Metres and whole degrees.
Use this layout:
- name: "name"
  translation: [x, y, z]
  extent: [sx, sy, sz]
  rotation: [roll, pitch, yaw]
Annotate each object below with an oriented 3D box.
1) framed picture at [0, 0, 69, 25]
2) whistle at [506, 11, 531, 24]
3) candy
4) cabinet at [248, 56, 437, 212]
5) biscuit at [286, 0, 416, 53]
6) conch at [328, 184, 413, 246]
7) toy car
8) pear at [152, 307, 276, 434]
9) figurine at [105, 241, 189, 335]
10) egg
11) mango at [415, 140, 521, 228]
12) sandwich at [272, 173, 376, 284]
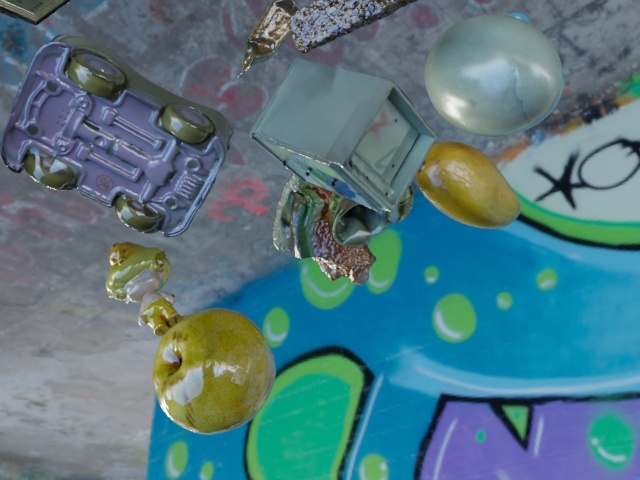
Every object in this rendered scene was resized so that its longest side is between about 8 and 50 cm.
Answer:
- name: "framed picture"
  translation: [-0.584, -0.507, 1.319]
  extent: [0.195, 0.010, 0.199]
  rotation: [-22, 165, 25]
- name: "whistle"
  translation: [0.432, -0.429, 1.570]
  extent: [0.186, 0.093, 0.274]
  rotation: [24, 155, 9]
- name: "candy"
  translation: [-0.159, -0.602, 1.967]
  extent: [0.101, 0.271, 0.143]
  rotation: [35, 169, -12]
- name: "cabinet"
  translation: [0.032, -0.154, 0.983]
  extent: [0.206, 0.150, 0.145]
  rotation: [27, 173, 43]
- name: "biscuit"
  translation: [0.045, -0.329, 0.937]
  extent: [0.199, 0.064, 0.034]
  rotation: [-19, 176, 26]
- name: "conch"
  translation: [0.109, -0.082, 1.420]
  extent: [0.181, 0.124, 0.187]
  rotation: [10, 118, -18]
- name: "toy car"
  translation: [-0.336, -0.186, 1.150]
  extent: [0.335, 0.226, 0.242]
  rotation: [27, 113, -14]
- name: "pear"
  translation: [-0.173, 0.222, 1.126]
  extent: [0.208, 0.209, 0.209]
  rotation: [-1, 149, -1]
- name: "figurine"
  translation: [-0.372, 0.098, 1.414]
  extent: [0.156, 0.246, 0.131]
  rotation: [-34, 148, -3]
- name: "egg"
  translation: [0.271, -0.260, 1.048]
  extent: [0.186, 0.253, 0.187]
  rotation: [-14, 117, -29]
- name: "mango"
  translation: [0.334, -0.122, 1.492]
  extent: [0.316, 0.177, 0.119]
  rotation: [29, 149, -23]
- name: "sandwich"
  translation: [0.000, 0.000, 1.616]
  extent: [0.301, 0.162, 0.250]
  rotation: [39, 130, 14]
